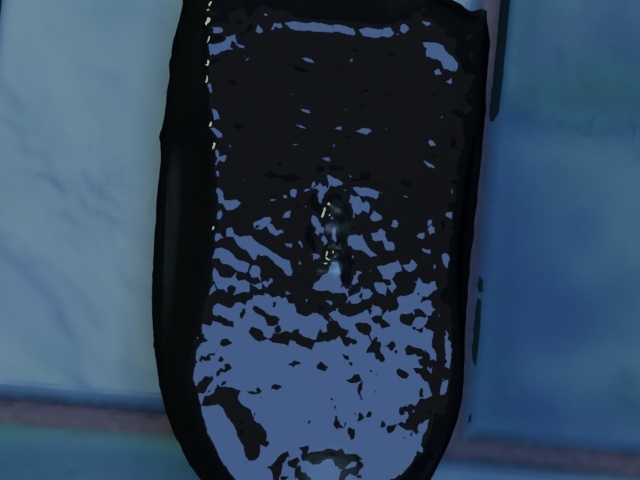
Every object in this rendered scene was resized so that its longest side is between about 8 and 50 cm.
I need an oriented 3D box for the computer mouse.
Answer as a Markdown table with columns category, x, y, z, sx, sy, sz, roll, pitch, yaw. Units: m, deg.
| category | x | y | z | sx | sy | sz | roll | pitch | yaw |
| --- | --- | --- | --- | --- | --- | --- | --- | --- | --- |
| computer mouse | 0.000 | 0.000 | 0.725 | 0.122 | 0.073 | 0.217 | 7 | 80 | -13 |
